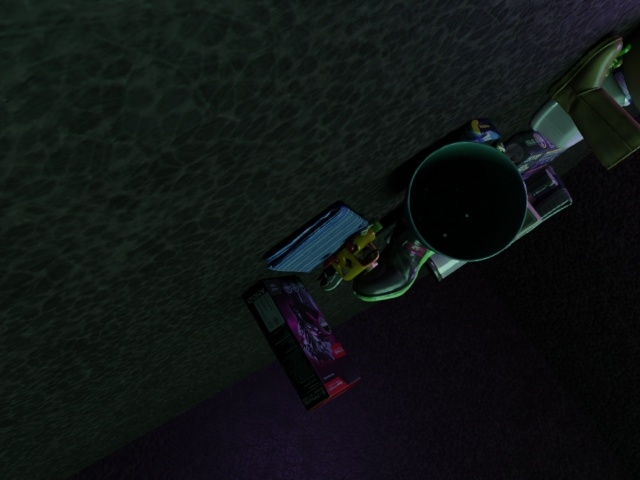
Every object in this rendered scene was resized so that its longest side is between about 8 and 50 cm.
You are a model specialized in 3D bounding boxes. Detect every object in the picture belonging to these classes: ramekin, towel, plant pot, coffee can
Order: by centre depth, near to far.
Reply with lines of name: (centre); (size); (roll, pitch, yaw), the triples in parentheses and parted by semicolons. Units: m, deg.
plant pot: (0.351, -0.091, 1.456); (0.293, 0.293, 0.235); (-33, 179, -3)
towel: (0.000, 0.000, 1.477); (0.243, 0.040, 0.336); (-38, 167, 9)
plant pot: (0.967, -0.516, 1.557); (0.284, 0.191, 0.284); (-32, 166, -9)
ramekin: (0.791, -0.395, 1.701); (0.273, 0.127, 0.273); (-31, 166, -9)
towel: (0.747, -0.110, 2.045); (0.324, 0.056, 0.312); (-39, -162, 24)
coffee can: (0.581, 0.026, 2.481); (0.275, 0.201, 0.201); (-34, 166, 2)

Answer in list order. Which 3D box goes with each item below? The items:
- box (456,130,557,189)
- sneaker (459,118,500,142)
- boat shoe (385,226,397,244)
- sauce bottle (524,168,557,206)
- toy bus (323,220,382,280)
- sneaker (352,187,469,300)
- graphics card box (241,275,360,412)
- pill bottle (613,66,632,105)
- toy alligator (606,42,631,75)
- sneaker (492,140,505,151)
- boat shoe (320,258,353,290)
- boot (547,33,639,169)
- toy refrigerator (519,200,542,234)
box: (0.685, -0.258, 1.990); (0.395, 0.097, 0.318); (-18, 162, -45)
sneaker: (0.404, -0.272, 1.416); (0.144, 0.053, 0.059); (-7, 150, -44)
boat shoe: (0.317, -0.031, 1.950); (0.095, 0.084, 0.258); (-27, 164, -24)
sauce bottle: (0.669, -0.126, 1.981); (0.344, 0.111, 0.111); (-39, 165, 28)
toy bus: (0.118, 0.042, 1.634); (0.191, 0.104, 0.202); (-39, 177, 13)
sneaker: (0.272, -0.002, 1.763); (0.483, 0.185, 0.202); (-42, 127, -10)
graphics card box: (-0.050, 0.281, 1.593); (0.094, 0.371, 0.233); (-38, 164, 20)
pill bottle: (0.999, -0.507, 1.822); (0.186, 0.112, 0.112); (-42, 164, 30)
toy alligator: (0.755, -0.473, 1.529); (0.189, 0.056, 0.051); (-42, -155, 32)
sneaker: (0.549, -0.288, 1.734); (0.035, 0.031, 0.083); (-25, 166, 26)
boat shoe: (0.046, 0.106, 1.904); (0.065, 0.075, 0.206); (24, 142, -21)
boot: (0.764, -0.360, 1.458); (0.089, 0.269, 0.236); (-25, 164, -37)
toy refrigerator: (0.568, -0.141, 1.760); (0.102, 0.269, 0.094); (-39, 164, 25)
